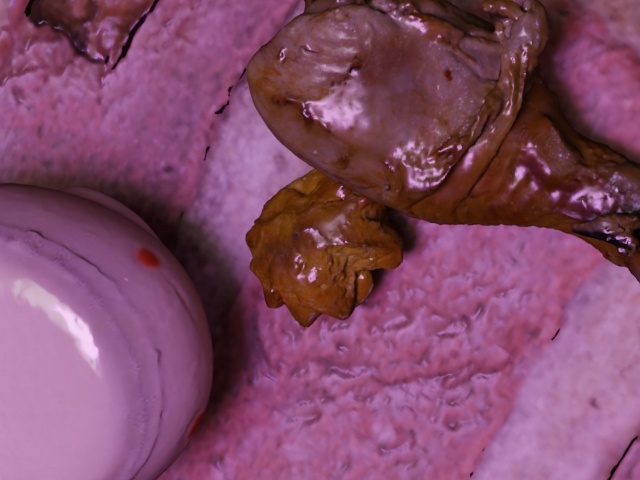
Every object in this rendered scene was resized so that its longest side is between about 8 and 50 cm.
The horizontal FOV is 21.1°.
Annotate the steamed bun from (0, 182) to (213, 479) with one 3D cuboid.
[{"bbox_3d":[-0.155,0.055,0.864,0.228,0.130,0.177,-10,102,25],"label":"steamed bun"}]

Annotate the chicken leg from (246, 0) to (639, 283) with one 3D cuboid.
[{"bbox_3d":[0.079,-0.050,0.767,0.227,0.088,0.103,21,68,7],"label":"chicken leg"}]

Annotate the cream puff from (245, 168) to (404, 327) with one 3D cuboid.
[{"bbox_3d":[0.000,0.000,0.823,0.083,0.058,0.083,-6,91,28],"label":"cream puff"}]
